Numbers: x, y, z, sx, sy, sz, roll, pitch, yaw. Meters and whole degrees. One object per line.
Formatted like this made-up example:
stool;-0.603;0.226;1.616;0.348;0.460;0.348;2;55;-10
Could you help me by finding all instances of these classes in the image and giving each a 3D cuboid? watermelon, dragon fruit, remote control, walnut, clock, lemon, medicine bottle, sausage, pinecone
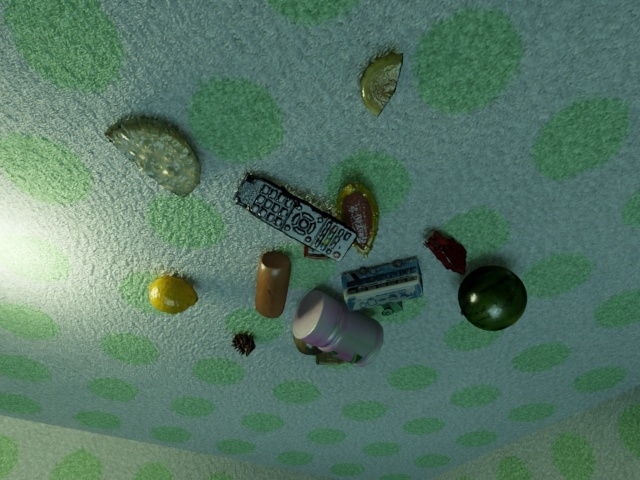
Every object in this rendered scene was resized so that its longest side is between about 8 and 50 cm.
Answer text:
watermelon;0.626;0.210;1.511;0.241;0.243;0.243;0;133;0
dragon fruit;0.425;0.050;1.446;0.192;0.123;0.092;33;140;-31
remote control;-0.079;-0.071;1.309;0.398;0.062;0.145;30;112;-10
walnut;-0.041;0.426;1.777;0.140;0.140;0.162;-29;125;24
clock;0.000;0.000;1.432;0.113;0.061;0.155;3;137;-4
lemon;-0.559;0.208;1.567;0.186;0.142;0.142;17;131;-13
medicine bottle;0.073;0.358;1.661;0.325;0.212;0.212;30;126;-26
sausage;-0.181;0.176;1.552;0.120;0.121;0.305;7;132;-7
pinecone;-0.343;0.459;1.844;0.109;0.102;0.102;37;131;11

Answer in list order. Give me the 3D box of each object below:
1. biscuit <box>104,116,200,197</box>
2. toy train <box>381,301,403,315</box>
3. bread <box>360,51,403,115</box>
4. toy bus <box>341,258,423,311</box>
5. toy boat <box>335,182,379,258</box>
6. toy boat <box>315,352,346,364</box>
biscuit;-0.456;-0.249;1.175;0.179;0.084;0.281;-34;124;28
toy train;0.265;0.235;1.649;0.099;0.070;0.172;-29;126;15
bread;0.147;-0.397;1.042;0.094;0.083;0.157;5;131;-2
toy bus;0.231;0.165;1.537;0.296;0.131;0.106;-14;132;14
toy boat;0.122;-0.077;1.336;0.140;0.099;0.318;-5;136;9
toy boat;0.070;0.525;1.923;0.188;0.061;0.116;-2;132;1
